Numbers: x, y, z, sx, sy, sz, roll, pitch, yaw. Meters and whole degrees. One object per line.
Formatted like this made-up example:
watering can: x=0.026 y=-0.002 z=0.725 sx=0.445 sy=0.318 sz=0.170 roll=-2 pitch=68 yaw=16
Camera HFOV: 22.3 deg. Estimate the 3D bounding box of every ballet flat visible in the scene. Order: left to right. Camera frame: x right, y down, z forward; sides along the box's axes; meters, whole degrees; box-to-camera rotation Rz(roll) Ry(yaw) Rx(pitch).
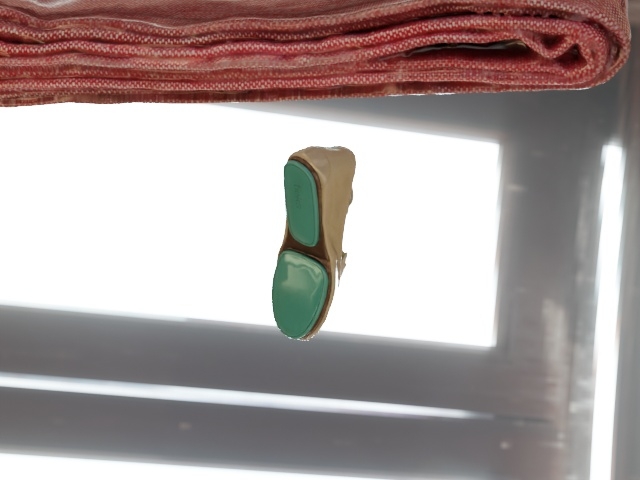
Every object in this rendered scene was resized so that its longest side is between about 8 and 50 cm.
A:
ballet flat: x=0.000 y=0.000 z=1.779 sx=0.086 sy=0.086 sz=0.248 roll=-106 pitch=-162 yaw=-51

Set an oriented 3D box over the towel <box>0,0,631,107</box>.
towel: x=0.008 y=-0.144 z=0.664 sx=0.329 sy=0.237 sz=0.037 roll=-72 pitch=158 yaw=-56
